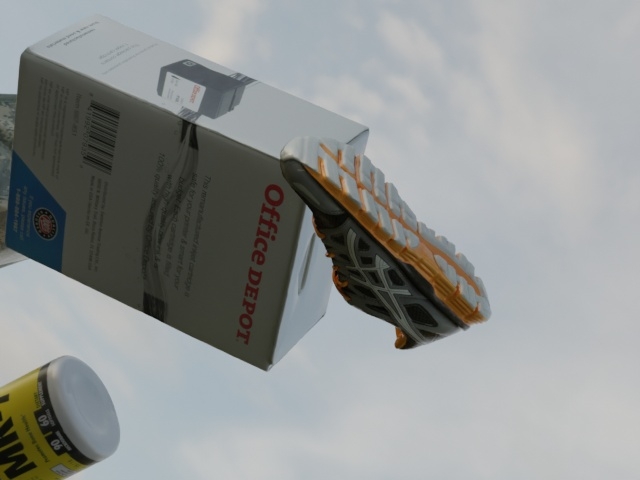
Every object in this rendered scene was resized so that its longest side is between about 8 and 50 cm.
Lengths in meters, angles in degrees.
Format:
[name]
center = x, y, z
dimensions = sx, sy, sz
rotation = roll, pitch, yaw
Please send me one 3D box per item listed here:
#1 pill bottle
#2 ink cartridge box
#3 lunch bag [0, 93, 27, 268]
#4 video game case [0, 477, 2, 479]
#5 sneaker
[pill bottle]
center = -0.328, 0.216, 1.676
dimensions = 0.119, 0.208, 0.119
rotation = 56, 15, -24
[ink cartridge box]
center = -0.131, -0.049, 1.491
dimensions = 0.307, 0.129, 0.223
rotation = 24, -56, 18
[lunch bag]
center = -0.372, -0.073, 2.024
dimensions = 0.235, 0.287, 0.169
rotation = -35, -111, 40
[video game case]
center = -0.462, 0.313, 1.473
dimensions = 0.275, 0.248, 0.035
rotation = -31, -98, 32
[sneaker]
center = 0.038, 0.009, 1.195
dimensions = 0.083, 0.084, 0.215
rotation = -35, -65, 22
